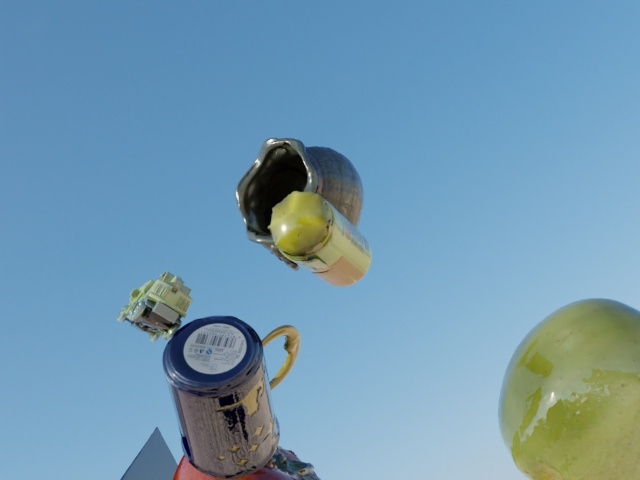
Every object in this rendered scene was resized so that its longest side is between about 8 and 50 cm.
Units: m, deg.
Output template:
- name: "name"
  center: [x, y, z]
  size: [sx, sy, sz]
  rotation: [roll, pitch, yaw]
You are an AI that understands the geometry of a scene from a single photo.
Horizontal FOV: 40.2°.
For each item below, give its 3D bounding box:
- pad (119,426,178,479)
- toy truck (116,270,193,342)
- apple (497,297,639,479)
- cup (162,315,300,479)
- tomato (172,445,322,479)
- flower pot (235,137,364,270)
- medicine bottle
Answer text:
- name: "pad"
  center: [-0.362, 0.560, 1.936]
  size: [0.005, 0.202, 0.300]
  rotation: [-24, 10, 11]
- name: "toy truck"
  center: [-0.282, 0.108, 1.539]
  size: [0.116, 0.085, 0.191]
  rotation: [-60, 16, -19]
- name: "apple"
  center: [0.465, 0.273, 1.450]
  size: [0.357, 0.357, 0.357]
  rotation: [-22, -22, -9]
- name: "cup"
  center: [-0.154, 0.232, 1.504]
  size: [0.178, 0.255, 0.256]
  rotation: [10, -44, 12]
- name: "tomato"
  center: [-0.148, 0.541, 1.765]
  size: [0.273, 0.341, 0.341]
  rotation: [-58, -26, 3]
- name: "flower pot"
  center: [-0.055, -0.084, 2.048]
  size: [0.213, 0.302, 0.302]
  rotation: [21, -48, -41]
- name: "medicine bottle"
  center: [0.000, 0.000, 1.526]
  size: [0.124, 0.124, 0.239]
  rotation: [-31, -26, 12]
